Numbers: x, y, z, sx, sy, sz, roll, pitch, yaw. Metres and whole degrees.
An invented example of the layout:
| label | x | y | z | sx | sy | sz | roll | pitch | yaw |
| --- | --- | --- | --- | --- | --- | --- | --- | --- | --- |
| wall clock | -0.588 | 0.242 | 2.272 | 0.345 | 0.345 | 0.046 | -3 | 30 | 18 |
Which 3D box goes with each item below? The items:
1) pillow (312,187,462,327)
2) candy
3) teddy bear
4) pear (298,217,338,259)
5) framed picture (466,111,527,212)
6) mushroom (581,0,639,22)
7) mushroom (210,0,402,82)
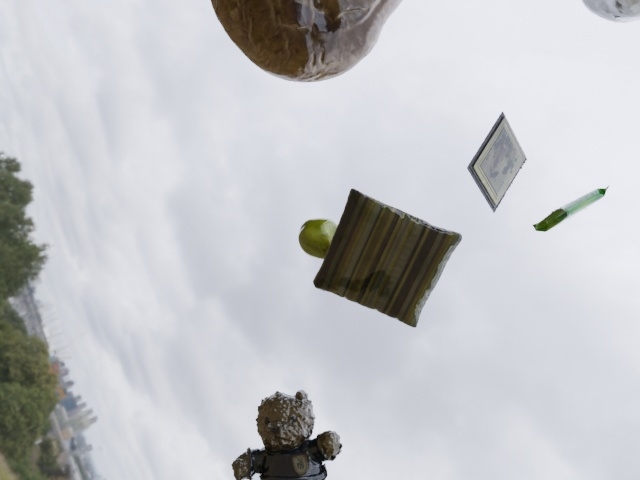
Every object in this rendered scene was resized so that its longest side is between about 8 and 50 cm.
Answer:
| label | x | y | z | sx | sy | sz | roll | pitch | yaw |
| --- | --- | --- | --- | --- | --- | --- | --- | --- | --- |
| pillow | 0.115 | 0.036 | 1.009 | 0.212 | 0.052 | 0.208 | 23 | -66 | 2 |
| candy | 0.568 | -0.070 | 1.268 | 0.032 | 0.178 | 0.102 | 61 | -31 | 12 |
| teddy bear | -0.051 | 0.368 | 0.889 | 0.129 | 0.182 | 0.251 | 83 | 0 | -55 |
| pear | 0.000 | 0.000 | 1.193 | 0.092 | 0.092 | 0.097 | 105 | -33 | -47 |
| framed picture | 0.468 | -0.201 | 1.473 | 0.010 | 0.195 | 0.199 | 20 | -18 | 48 |
| mushroom | 0.458 | -0.380 | 0.834 | 0.118 | 0.270 | 0.103 | 43 | -65 | -5 |
| mushroom | -0.008 | -0.339 | 0.708 | 0.146 | 0.278 | 0.278 | -140 | -142 | -70 |
